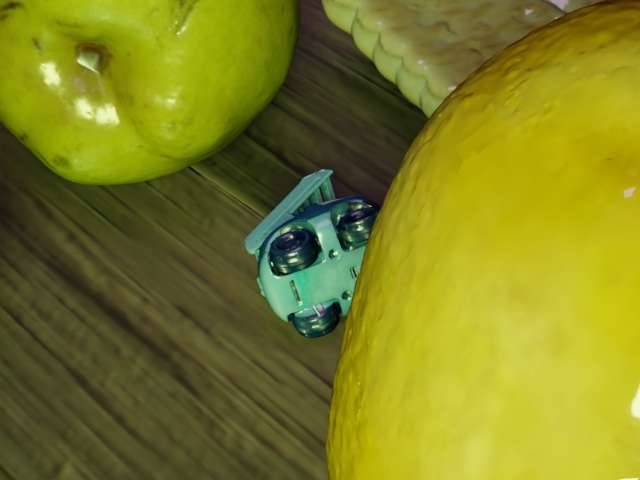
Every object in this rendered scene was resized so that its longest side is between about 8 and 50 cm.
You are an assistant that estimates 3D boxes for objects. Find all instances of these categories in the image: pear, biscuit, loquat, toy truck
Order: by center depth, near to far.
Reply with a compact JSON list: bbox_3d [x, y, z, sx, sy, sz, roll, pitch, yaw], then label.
[{"bbox_3d":[0.130,0.053,0.505,0.274,0.275,0.275,-4,42,4],"label":"loquat"},{"bbox_3d":[0.000,0.000,0.723,0.073,0.056,0.090,-20,31,-5],"label":"toy truck"},{"bbox_3d":[-0.102,-0.131,0.781,0.200,0.200,0.200,-4,42,4],"label":"pear"},{"bbox_3d":[0.184,-0.136,0.832,0.324,0.044,0.217,-26,50,-25],"label":"biscuit"}]
